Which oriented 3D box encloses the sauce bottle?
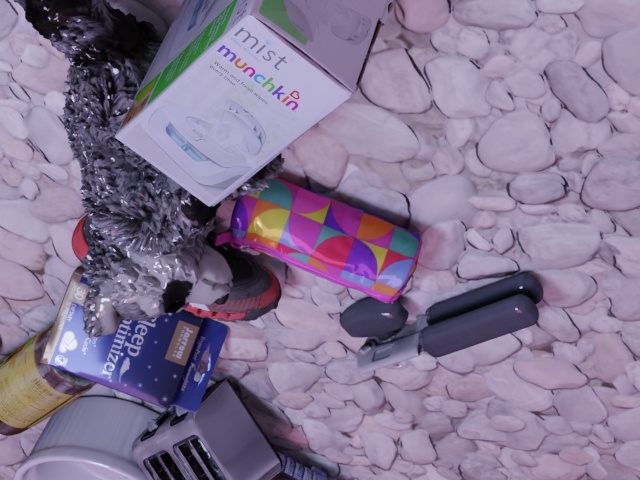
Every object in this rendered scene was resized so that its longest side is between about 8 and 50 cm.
[{"bbox_3d":[-0.443,0.223,2.063,0.111,0.111,0.344,38,135,-21],"label":"sauce bottle"}]

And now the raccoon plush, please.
[{"bbox_3d":[-0.244,-0.110,1.553,0.446,0.216,0.299,52,125,5],"label":"raccoon plush"}]

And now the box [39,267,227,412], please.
[{"bbox_3d":[-0.252,0.140,1.897,0.225,0.036,0.136,21,96,-4],"label":"box"}]

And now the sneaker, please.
[{"bbox_3d":[-0.173,0.014,1.738,0.276,0.097,0.135,22,142,-2],"label":"sneaker"}]

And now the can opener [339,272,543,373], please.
[{"bbox_3d":[0.144,0.101,1.736,0.280,0.074,0.093,-18,127,35],"label":"can opener"}]

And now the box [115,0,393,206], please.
[{"bbox_3d":[-0.047,-0.200,1.326,0.127,0.262,0.231,36,138,-19],"label":"box"}]

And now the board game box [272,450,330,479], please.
[{"bbox_3d":[-0.045,0.397,2.150,0.194,0.060,0.194,30,138,-15],"label":"board game box"}]

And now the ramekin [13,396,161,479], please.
[{"bbox_3d":[-0.321,0.364,2.157,0.277,0.135,0.277,11,140,10],"label":"ramekin"}]

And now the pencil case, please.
[{"bbox_3d":[0.000,0.000,1.659,0.236,0.104,0.104,19,140,-1],"label":"pencil case"}]

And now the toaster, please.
[{"bbox_3d":[-0.162,0.314,2.016,0.168,0.110,0.185,-30,94,43],"label":"toaster"}]
